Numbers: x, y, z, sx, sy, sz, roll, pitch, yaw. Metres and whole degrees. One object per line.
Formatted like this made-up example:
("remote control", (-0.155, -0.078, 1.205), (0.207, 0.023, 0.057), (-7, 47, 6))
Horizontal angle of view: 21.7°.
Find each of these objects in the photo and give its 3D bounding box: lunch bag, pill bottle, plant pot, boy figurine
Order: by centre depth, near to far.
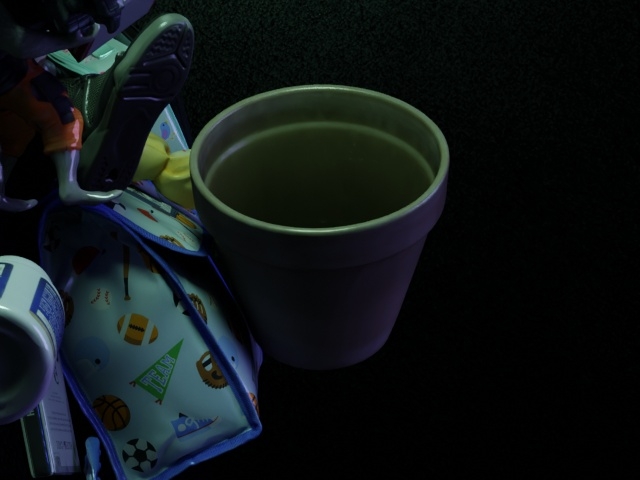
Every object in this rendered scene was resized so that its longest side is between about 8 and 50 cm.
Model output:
("pill bottle", (-0.282, 0.079, 1.468), (0.186, 0.112, 0.112), (-101, 179, -74))
("plant pot", (0.000, 0.000, 2.139), (0.323, 0.323, 0.280), (-102, -171, -51))
("boy figurine", (-0.255, -0.132, 2.169), (0.092, 0.285, 0.177), (-63, -179, 3))
("lunch bag", (-0.232, 0.078, 2.170), (0.385, 0.239, 0.328), (62, 3, -11))
("lunch bag", (-0.304, -0.193, 2.393), (0.279, 0.108, 0.224), (29, -32, 56))

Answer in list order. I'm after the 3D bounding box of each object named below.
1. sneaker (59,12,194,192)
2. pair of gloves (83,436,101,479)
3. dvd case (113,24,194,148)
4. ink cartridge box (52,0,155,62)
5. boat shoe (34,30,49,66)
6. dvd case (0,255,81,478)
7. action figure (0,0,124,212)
("sneaker", (-0.222, -0.169, 1.806), (0.130, 0.087, 0.227), (52, -54, 33))
("pair of gloves", (-0.261, 0.326, 1.898), (0.159, 0.023, 0.198), (-125, -145, -79))
("dvd case", (-0.275, -0.260, 2.416), (0.253, 0.022, 0.180), (45, -21, 33))
("ink cartridge box", (-0.302, -0.355, 1.859), (0.273, 0.114, 0.197), (52, -16, -3))
("boat shoe", (-0.386, -0.342, 2.088), (0.095, 0.095, 0.257), (59, 18, -72))
("dvd case", (-0.312, 0.144, 1.850), (0.179, 0.030, 0.238), (80, -1, -82))
("action figure", (-0.313, -0.183, 1.701), (0.341, 0.178, 0.330), (6, -65, 64))
